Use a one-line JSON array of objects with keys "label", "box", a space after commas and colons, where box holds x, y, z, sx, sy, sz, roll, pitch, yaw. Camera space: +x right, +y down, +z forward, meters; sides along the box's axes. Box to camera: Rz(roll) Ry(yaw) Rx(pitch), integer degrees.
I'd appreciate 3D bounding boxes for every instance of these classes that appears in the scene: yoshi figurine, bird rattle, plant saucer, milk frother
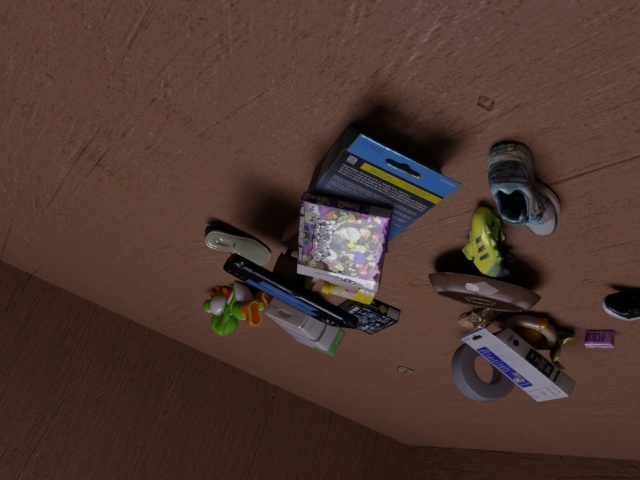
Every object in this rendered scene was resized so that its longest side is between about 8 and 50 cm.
[{"label": "yoshi figurine", "box": [-0.330, 0.297, 2.320, 0.362, 0.203, 0.203, -7, 151, 45]}, {"label": "bird rattle", "box": [0.669, 0.300, 1.847, 0.253, 0.143, 0.207, 8, 143, 47]}, {"label": "plant saucer", "box": [0.453, 0.151, 1.628, 0.310, 0.050, 0.310, 13, 170, 2]}, {"label": "milk frother", "box": [-0.071, 0.094, 1.846, 0.134, 0.129, 0.143, 23, 156, 4]}]

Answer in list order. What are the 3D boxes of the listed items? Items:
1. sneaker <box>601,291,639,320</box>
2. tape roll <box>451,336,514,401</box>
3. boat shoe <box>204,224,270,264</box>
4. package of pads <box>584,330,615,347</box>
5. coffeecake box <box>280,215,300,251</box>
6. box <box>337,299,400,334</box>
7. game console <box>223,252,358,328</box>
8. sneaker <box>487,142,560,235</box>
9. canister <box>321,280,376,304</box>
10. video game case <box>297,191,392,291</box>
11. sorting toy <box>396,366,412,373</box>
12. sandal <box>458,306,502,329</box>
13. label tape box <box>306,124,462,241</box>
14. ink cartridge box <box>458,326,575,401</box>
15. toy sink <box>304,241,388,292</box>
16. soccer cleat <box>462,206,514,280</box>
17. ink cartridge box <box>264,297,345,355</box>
[{"label": "sneaker", "box": [0.845, 0.153, 1.471, 0.216, 0.079, 0.121, 9, 150, -1]}, {"label": "tape roll", "box": [0.572, 0.453, 2.033, 0.219, 0.219, 0.072, 21, 154, -6]}, {"label": "boat shoe", "box": [-0.268, 0.011, 1.887, 0.233, 0.084, 0.079, 24, -168, -27]}, {"label": "package of pads", "box": [0.851, 0.301, 1.765, 0.083, 0.050, 0.032, -9, 138, 41]}, {"label": "coffeecake box", "box": [0.000, 0.000, 1.685, 0.185, 0.068, 0.142, 28, 150, -21]}, {"label": "box", "box": [0.165, 0.274, 2.125, 0.175, 0.051, 0.220, 24, 153, -11]}, {"label": "game console", "box": [-0.096, 0.149, 1.644, 0.386, 0.060, 0.342, 28, 173, -8]}, {"label": "sneaker", "box": [0.422, -0.075, 1.231, 0.110, 0.122, 0.283, -7, 144, 41]}, {"label": "canister", "box": [0.097, 0.147, 1.903, 0.169, 0.073, 0.126, 16, 153, 1]}, {"label": "video game case", "box": [0.051, 0.006, 1.371, 0.210, 0.042, 0.232, 13, 130, 9]}, {"label": "sorting toy", "box": [0.381, 0.599, 2.654, 0.062, 0.012, 0.083, 20, 153, -5]}, {"label": "sandal", "box": [0.514, 0.261, 1.859, 0.088, 0.079, 0.240, 21, 153, -6]}, {"label": "label tape box", "box": [0.135, -0.142, 1.295, 0.240, 0.106, 0.333, 24, 152, -12]}, {"label": "ink cartridge box", "box": [0.610, 0.371, 1.813, 0.332, 0.065, 0.165, 39, 155, 1]}, {"label": "toy sink", "box": [0.070, 0.033, 1.530, 0.131, 0.153, 0.234, 23, 130, -17]}, {"label": "soccer cleat", "box": [0.405, 0.018, 1.451, 0.121, 0.094, 0.289, 4, 151, 30]}, {"label": "ink cartridge box", "box": [-0.056, 0.316, 2.222, 0.198, 0.115, 0.273, 17, 158, 37]}]
